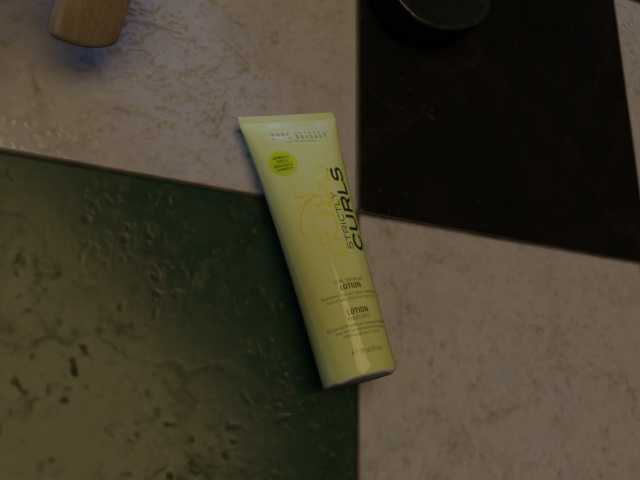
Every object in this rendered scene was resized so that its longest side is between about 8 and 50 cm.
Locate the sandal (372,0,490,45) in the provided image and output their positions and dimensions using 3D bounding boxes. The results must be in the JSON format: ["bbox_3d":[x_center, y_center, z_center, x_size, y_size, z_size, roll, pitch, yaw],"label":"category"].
[{"bbox_3d":[0.073,-0.421,0.742,0.167,0.107,0.446,-19,82,-29],"label":"sandal"}]

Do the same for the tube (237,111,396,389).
[{"bbox_3d":[0.000,0.000,0.601,0.070,0.062,0.240,21,51,-63],"label":"tube"}]

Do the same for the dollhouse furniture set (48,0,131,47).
[{"bbox_3d":[-0.327,-0.247,0.527,0.286,0.198,0.303,-6,42,-48],"label":"dollhouse furniture set"}]
